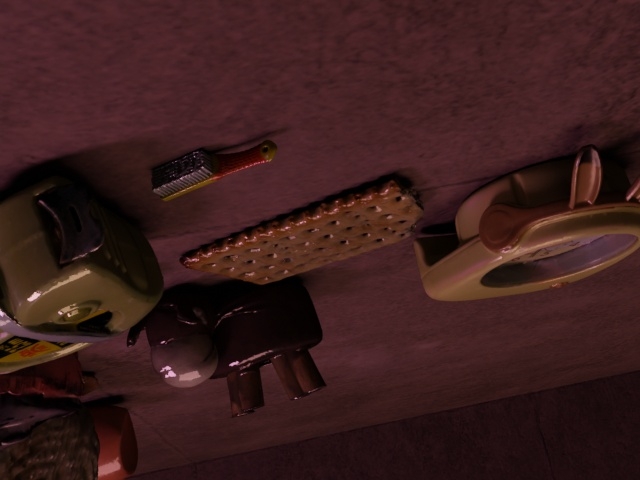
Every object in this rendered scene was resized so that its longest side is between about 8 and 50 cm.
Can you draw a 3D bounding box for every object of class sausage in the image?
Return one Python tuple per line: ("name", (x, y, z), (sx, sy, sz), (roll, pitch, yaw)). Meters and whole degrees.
("sausage", (-0.417, 0.314, 1.303), (0.304, 0.121, 0.121), (-11, 163, 1))

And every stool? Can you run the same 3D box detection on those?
("stool", (-0.080, 0.104, 0.869), (0.217, 0.121, 0.125), (-2, 163, -46))

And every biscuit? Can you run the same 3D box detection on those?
("biscuit", (0.000, -0.001, 0.754), (0.203, 0.016, 0.144), (-19, 162, 23))

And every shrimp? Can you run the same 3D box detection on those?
("shrimp", (-0.319, 0.175, 1.094), (0.108, 0.023, 0.059), (3, 148, -40))

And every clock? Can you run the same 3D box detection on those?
("clock", (0.194, -0.016, 0.755), (0.170, 0.069, 0.232), (-4, 160, -23))

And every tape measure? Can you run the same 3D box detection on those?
("tape measure", (-0.183, 0.029, 0.597), (0.154, 0.087, 0.177), (-26, 164, 3))

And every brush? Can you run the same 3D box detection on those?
("brush", (-0.066, -0.046, 0.555), (0.083, 0.018, 0.021), (-16, 153, 19))

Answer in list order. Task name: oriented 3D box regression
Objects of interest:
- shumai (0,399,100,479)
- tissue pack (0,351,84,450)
("shumai", (-0.421, 0.288, 1.015), (0.263, 0.309, 0.304), (13, 154, 15))
("tissue pack", (-0.377, 0.127, 0.720), (0.245, 0.123, 0.332), (-16, 163, 20))
